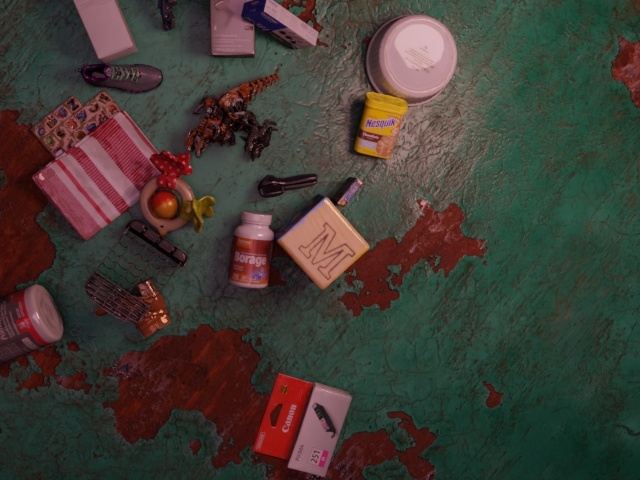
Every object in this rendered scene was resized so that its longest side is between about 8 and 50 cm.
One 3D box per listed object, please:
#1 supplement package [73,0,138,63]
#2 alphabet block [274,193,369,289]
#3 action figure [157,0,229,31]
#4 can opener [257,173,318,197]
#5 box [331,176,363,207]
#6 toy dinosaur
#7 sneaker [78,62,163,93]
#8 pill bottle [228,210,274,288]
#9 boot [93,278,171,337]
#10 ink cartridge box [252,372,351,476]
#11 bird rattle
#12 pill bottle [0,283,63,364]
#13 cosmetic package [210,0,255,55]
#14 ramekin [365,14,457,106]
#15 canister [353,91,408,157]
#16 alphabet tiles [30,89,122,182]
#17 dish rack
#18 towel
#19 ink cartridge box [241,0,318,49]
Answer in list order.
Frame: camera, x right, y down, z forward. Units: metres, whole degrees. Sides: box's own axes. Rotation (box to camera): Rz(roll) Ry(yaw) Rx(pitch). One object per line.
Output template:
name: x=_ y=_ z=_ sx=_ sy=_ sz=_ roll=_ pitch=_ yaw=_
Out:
supplement package: x=-0.593 y=-0.598 z=1.802 sx=0.105 sy=0.105 sz=0.179 roll=-22 pitch=99 yaw=-5
alphabet block: x=0.000 y=0.000 z=1.912 sx=0.193 sy=0.192 sz=0.197 roll=-42 pitch=99 yaw=1
action figure: x=-0.353 y=-0.732 z=1.754 sx=0.178 sy=0.330 sz=0.341 roll=-36 pitch=146 yaw=-35
can opener: x=-0.097 y=-0.167 z=1.948 sx=0.186 sy=0.059 sz=0.073 roll=-12 pitch=72 yaw=-15
box: x=0.078 y=-0.143 z=1.929 sx=0.027 sy=0.137 sz=0.094 roll=39 pitch=91 yaw=-10
toy dinosaur: x=-0.242 y=-0.353 z=1.864 sx=0.218 sy=0.164 sz=0.322 roll=46 pitch=111 yaw=6
sneaker: x=-0.559 y=-0.458 z=1.827 sx=0.223 sy=0.098 sz=0.083 roll=-2 pitch=97 yaw=-7
pill bottle: x=-0.202 y=0.026 z=1.921 sx=0.121 sy=0.121 sz=0.216 roll=7 pitch=96 yaw=-8
boot: x=-0.552 y=0.220 z=1.921 sx=0.197 sy=0.073 sz=0.152 roll=-26 pitch=96 yaw=-6
ink cartridge box: x=-0.058 y=0.578 z=2.041 sx=0.238 sy=0.060 sz=0.275 roll=18 pitch=94 yaw=-10
bird rattle: x=-0.427 y=-0.124 z=1.861 sx=0.207 sy=0.143 sz=0.254 roll=-32 pitch=106 yaw=11
pill bottle: x=-0.912 y=0.261 z=1.830 sx=0.318 sy=0.176 sz=0.176 roll=-23 pitch=99 yaw=-4
cosmetic package: x=-0.248 y=-0.643 z=1.844 sx=0.127 sy=0.107 sz=0.238 roll=-2 pitch=100 yaw=-4
ramekin: x=0.276 y=-0.535 z=1.912 sx=0.272 sy=0.127 sz=0.273 roll=-1 pitch=97 yaw=-8
canister: x=0.175 y=-0.337 z=1.919 sx=0.126 sy=0.073 sz=0.170 roll=11 pitch=123 yaw=-6
alphabet tiles: x=-0.675 y=-0.315 z=1.875 sx=0.237 sy=0.009 sz=0.198 roll=-39 pitch=100 yaw=-2
dish rack: x=-0.532 y=0.092 z=1.873 sx=0.208 sy=0.074 sz=0.272 roll=36 pitch=73 yaw=-9
towel: x=-0.626 y=-0.188 z=1.877 sx=0.329 sy=0.037 sz=0.237 roll=-38 pitch=105 yaw=-2
ink cartridge box: x=-0.111 y=-0.602 z=1.814 sx=0.207 sy=0.097 sz=0.046 roll=20 pitch=80 yaw=-47
